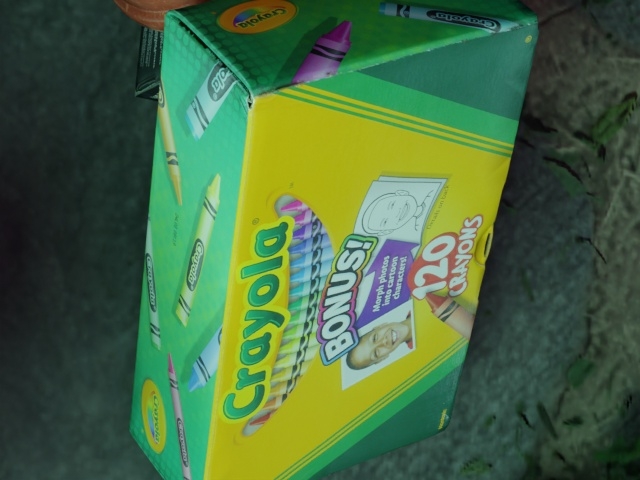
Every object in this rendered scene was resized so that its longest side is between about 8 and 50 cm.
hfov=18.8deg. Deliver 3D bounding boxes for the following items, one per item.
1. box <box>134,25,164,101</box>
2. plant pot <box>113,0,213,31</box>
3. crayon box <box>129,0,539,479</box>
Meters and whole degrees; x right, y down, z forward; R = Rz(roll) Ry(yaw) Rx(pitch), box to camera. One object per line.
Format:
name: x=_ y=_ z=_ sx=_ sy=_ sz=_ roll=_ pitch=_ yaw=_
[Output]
box: x=-0.016 y=-0.160 z=1.093 sx=0.147 sy=0.077 sz=0.180 roll=11 pitch=78 yaw=-26
plant pot: x=-0.146 y=-0.268 z=0.909 sx=0.265 sy=0.272 sz=0.272 roll=17 pitch=75 yaw=-33
crayon box: x=0.000 y=0.000 z=0.984 sx=0.165 sy=0.081 sz=0.278 roll=-17 pitch=135 yaw=-29
